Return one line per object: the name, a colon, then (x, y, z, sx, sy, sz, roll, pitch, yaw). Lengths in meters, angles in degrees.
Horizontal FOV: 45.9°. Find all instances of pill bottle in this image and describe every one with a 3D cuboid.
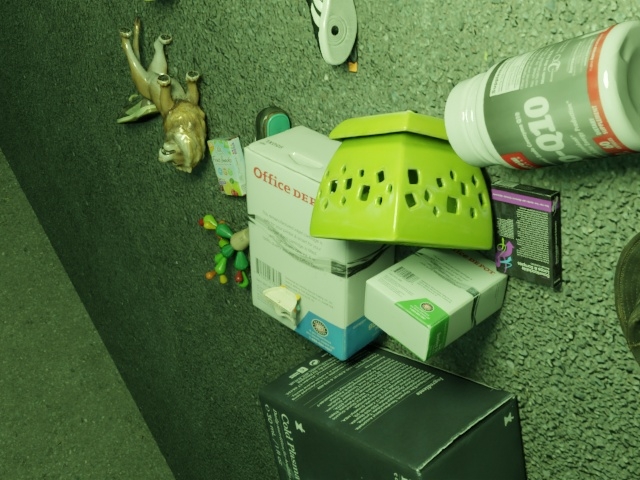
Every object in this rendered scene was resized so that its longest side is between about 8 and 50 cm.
pill bottle: (0.315, -0.182, 1.025, 0.283, 0.161, 0.161, -5, 106, 55)

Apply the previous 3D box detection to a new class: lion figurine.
lion figurine: (-0.397, -0.372, 1.927, 0.240, 0.142, 0.392, 98, 149, -50)

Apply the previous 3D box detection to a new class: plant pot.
plant pot: (0.138, -0.095, 1.250, 0.228, 0.227, 0.207, 5, 89, 53)

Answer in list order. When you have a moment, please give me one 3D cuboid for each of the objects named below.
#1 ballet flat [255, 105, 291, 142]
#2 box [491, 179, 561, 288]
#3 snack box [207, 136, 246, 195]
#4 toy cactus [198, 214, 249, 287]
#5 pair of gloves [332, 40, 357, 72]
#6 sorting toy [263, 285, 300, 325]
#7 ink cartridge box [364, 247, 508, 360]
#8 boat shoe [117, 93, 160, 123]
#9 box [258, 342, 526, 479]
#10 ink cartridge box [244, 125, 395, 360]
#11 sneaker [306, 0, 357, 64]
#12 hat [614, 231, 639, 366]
ballet flat: (-0.106, -0.162, 1.686, 0.096, 0.095, 0.281, 32, 125, 53)
box: (0.334, -0.011, 1.229, 0.116, 0.029, 0.162, 20, 125, 48)
snack box: (-0.224, -0.183, 1.869, 0.100, 0.037, 0.141, 8, 117, 50)
toy cactus: (-0.240, 0.016, 1.978, 0.180, 0.112, 0.219, -33, 75, 46)
pair of gloves: (0.040, -0.357, 1.425, 0.083, 0.010, 0.074, 23, 128, 44)
sorting toy: (-0.072, 0.139, 1.558, 0.083, 0.045, 0.075, 31, 142, 33)
ink cartridge box: (0.202, 0.094, 1.316, 0.153, 0.208, 0.087, 36, 140, 37)
boat shoe: (-0.507, -0.371, 2.108, 0.223, 0.080, 0.074, -2, 98, 55)
box: (0.159, 0.513, 1.571, 0.471, 0.297, 0.480, 11, 119, 48)
ink cartridge box: (0.000, 0.000, 1.555, 0.285, 0.166, 0.395, 28, 132, 36)
sneaker: (-0.001, -0.433, 1.381, 0.121, 0.079, 0.217, 19, 117, 51)
hat: (0.506, 0.122, 0.988, 0.331, 0.133, 0.332, 31, 133, 40)
